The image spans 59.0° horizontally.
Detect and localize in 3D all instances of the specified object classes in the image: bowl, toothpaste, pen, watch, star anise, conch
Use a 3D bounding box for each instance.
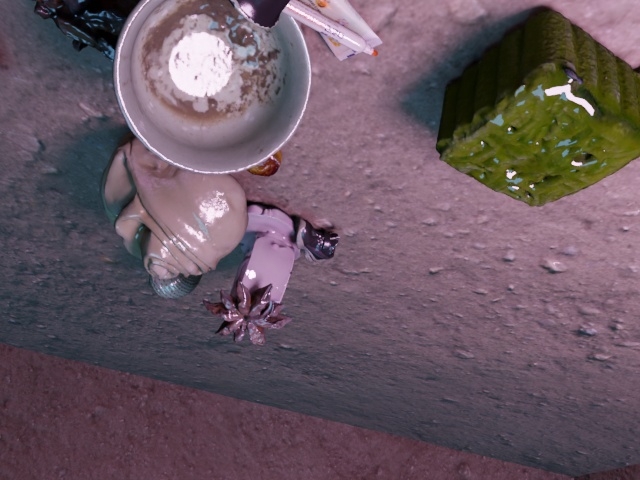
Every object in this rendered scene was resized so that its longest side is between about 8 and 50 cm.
[{"bbox_3d":[-0.170,-0.258,0.865,0.289,0.146,0.290,-11,121,-19],"label":"bowl"},{"bbox_3d":[-0.025,-0.364,0.778,0.314,0.056,0.058,38,-176,-44],"label":"toothpaste"},{"bbox_3d":[-0.003,-0.311,0.806,0.218,0.026,0.026,18,151,-31],"label":"pen"},{"bbox_3d":[-0.151,0.057,1.345,0.196,0.232,0.244,21,151,-10],"label":"watch"},{"bbox_3d":[-0.166,0.171,1.258,0.182,0.065,0.195,-18,125,13],"label":"star anise"},{"bbox_3d":[-0.358,-0.358,0.860,0.219,0.099,0.214,22,157,-17],"label":"star anise"},{"bbox_3d":[-0.384,0.060,1.532,0.131,0.200,0.172,36,160,51],"label":"conch"}]

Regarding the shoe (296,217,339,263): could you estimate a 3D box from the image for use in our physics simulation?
[{"bbox_3d":[0.000,0.000,1.358,0.099,0.071,0.169,-1,151,16],"label":"shoe"}]

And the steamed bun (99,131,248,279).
[{"bbox_3d":[-0.330,-0.051,1.188,0.324,0.219,0.310,35,147,-4],"label":"steamed bun"}]

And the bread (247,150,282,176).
[{"bbox_3d":[-0.118,-0.162,1.140,0.084,0.053,0.085,9,149,5],"label":"bread"}]

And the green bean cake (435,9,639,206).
[{"bbox_3d":[0.335,-0.178,0.855,0.249,0.157,0.247,25,148,-22],"label":"green bean cake"}]

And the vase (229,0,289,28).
[{"bbox_3d":[0.047,-0.369,0.603,0.360,0.165,0.165,-22,136,34],"label":"vase"}]
